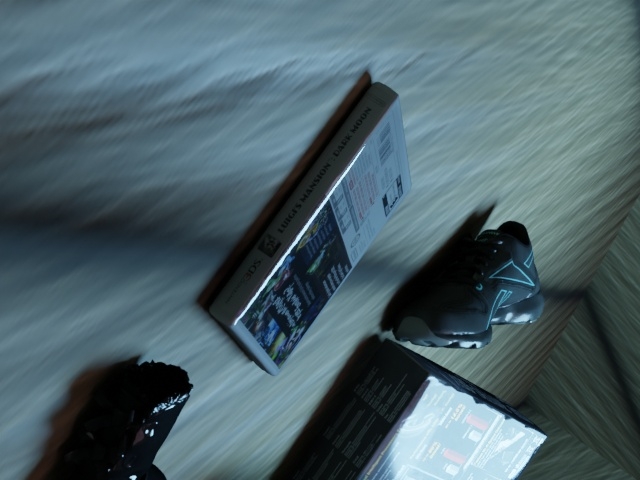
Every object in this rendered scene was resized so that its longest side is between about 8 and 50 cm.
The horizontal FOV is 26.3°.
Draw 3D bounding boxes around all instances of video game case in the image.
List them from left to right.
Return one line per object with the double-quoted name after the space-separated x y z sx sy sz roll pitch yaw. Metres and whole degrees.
0.000 0.000 0.896 0.173 0.022 0.190 -54 167 -9 "video game case"

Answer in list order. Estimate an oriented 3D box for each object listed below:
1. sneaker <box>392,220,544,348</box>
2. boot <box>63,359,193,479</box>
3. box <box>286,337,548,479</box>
0.150 0.045 1.405 0.267 0.101 0.106 -17 110 -59 "sneaker"
-0.102 0.114 0.768 0.099 0.045 0.121 -62 165 10 "boot"
0.068 0.275 1.397 0.242 0.076 0.307 30 95 -46 "box"
